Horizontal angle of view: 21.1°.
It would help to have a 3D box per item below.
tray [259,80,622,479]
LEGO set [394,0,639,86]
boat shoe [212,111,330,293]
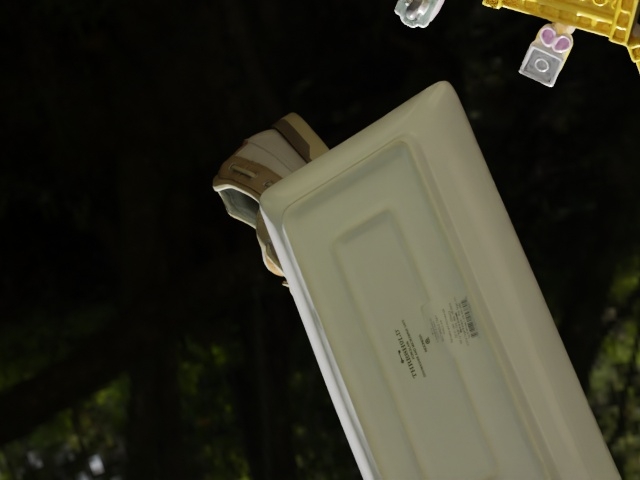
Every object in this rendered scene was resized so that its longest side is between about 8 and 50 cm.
[{"bbox_3d":[0.057,0.061,0.933,0.145,0.270,0.030,-31,161,28],"label":"tray"},{"bbox_3d":[0.197,-0.129,1.094,0.287,0.132,0.107,35,-139,-2],"label":"LEGO set"},{"bbox_3d":[0.000,0.000,1.497,0.103,0.113,0.302,-31,-144,-6],"label":"boat shoe"}]
